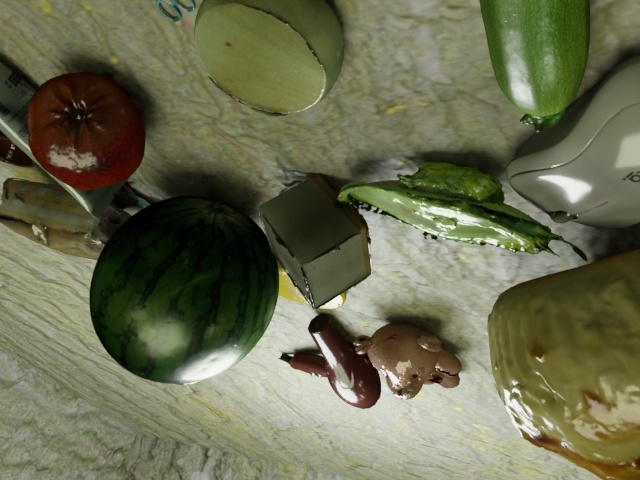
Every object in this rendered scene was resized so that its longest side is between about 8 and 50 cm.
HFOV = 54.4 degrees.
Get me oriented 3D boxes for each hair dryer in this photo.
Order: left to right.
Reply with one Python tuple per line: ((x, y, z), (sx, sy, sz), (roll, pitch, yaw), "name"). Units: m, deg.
((-0.019, 0.300, 1.624), (0.341, 0.123, 0.312), (2, 135, 46), "hair dryer")

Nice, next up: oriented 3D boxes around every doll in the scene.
((0.219, 0.303, 1.418), (0.201, 0.156, 0.303), (-6, 145, 34), "doll")

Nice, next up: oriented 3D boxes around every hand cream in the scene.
((-0.482, -0.190, 1.074), (0.078, 0.124, 0.340), (-9, 135, 42), "hand cream")

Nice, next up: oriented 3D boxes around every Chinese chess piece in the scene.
((-0.063, -0.245, 0.777), (0.189, 0.083, 0.188), (16, 152, 9), "Chinese chess piece")

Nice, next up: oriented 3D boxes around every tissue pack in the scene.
((-0.494, -0.029, 1.272), (0.257, 0.122, 0.215), (14, 168, 21), "tissue pack")

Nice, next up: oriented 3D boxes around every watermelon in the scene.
((-0.247, 0.090, 1.149), (0.364, 0.363, 0.363), (14, 149, 9), "watermelon")

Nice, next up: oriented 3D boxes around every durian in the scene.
((0.196, -0.050, 0.901), (0.375, 0.106, 0.132), (13, 145, 26), "durian")

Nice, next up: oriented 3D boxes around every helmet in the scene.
((-0.572, -0.187, 1.171), (0.111, 0.057, 0.089), (10, 151, 6), "helmet")

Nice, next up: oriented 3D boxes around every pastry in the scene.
((0.434, 0.176, 0.879), (0.389, 0.312, 0.388), (-14, 167, -3), "pastry")

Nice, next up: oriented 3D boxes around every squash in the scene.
((0.204, -0.249, 0.593), (0.107, 0.107, 0.395), (5, 148, 22), "squash")

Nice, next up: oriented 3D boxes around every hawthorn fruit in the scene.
((-0.365, -0.165, 0.996), (0.179, 0.179, 0.200), (20, 170, 0), "hawthorn fruit")

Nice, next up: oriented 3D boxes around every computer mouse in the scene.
((0.355, -0.089, 0.750), (0.184, 0.121, 0.297), (25, 148, -11), "computer mouse")

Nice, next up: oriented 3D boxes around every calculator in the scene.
((-0.056, 0.090, 1.345), (0.235, 0.032, 0.146), (21, 149, -6), "calculator")

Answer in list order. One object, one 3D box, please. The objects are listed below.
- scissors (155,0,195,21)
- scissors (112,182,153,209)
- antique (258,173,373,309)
((-0.216, -0.328, 0.791), (0.058, 0.014, 0.119), (-14, 139, 42), "scissors")
((-0.350, -0.070, 1.274), (0.248, 0.017, 0.144), (23, 150, -8), "scissors")
((0.000, 0.000, 1.034), (0.152, 0.148, 0.146), (51, 165, 32), "antique")
